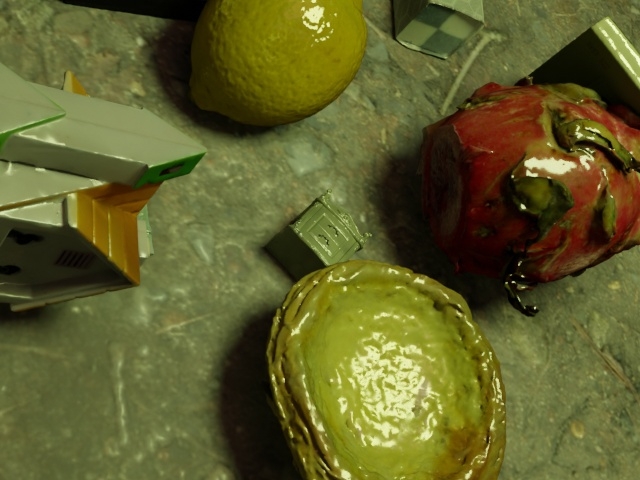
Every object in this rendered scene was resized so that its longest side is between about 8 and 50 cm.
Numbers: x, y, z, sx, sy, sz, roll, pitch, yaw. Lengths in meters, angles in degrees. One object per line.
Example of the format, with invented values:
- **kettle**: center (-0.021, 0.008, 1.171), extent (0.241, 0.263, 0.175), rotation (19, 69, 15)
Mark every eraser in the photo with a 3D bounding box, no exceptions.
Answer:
- **eraser**: center (0.162, -0.463, 1.376), extent (0.096, 0.098, 0.404), rotation (13, 60, -26)

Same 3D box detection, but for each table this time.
- **table**: center (0.000, 0.000, 1.062), extent (0.079, 0.062, 0.083), rotation (47, 51, -3)

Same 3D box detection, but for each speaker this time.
- **speaker**: center (-0.196, -0.310, 1.111), extent (0.218, 0.044, 0.082), rotation (0, 66, -32)

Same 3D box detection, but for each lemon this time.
- **lemon**: center (-0.046, -0.227, 1.075), extent (0.244, 0.187, 0.187), rotation (-35, 87, -5)

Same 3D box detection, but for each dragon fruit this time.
- **dragon fruit**: center (0.278, -0.065, 1.124), extent (0.290, 0.269, 0.250), rotation (1, 104, -13)

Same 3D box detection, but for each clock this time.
- **clock**: center (-0.273, -0.051, 0.814), extent (0.309, 0.235, 0.166), rotation (12, 54, -32)

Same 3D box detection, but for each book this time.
- **book**: center (0.387, -0.156, 1.237), extent (0.035, 0.352, 0.239), rotation (-37, 90, -1)

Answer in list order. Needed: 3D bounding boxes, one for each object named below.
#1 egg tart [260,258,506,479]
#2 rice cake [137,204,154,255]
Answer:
- **egg tart**: center (0.060, 0.166, 0.980), extent (0.293, 0.123, 0.294), rotation (12, 62, -22)
- **rice cake**: center (-0.201, -0.058, 0.989), extent (0.033, 0.029, 0.171), rotation (5, 63, -34)
